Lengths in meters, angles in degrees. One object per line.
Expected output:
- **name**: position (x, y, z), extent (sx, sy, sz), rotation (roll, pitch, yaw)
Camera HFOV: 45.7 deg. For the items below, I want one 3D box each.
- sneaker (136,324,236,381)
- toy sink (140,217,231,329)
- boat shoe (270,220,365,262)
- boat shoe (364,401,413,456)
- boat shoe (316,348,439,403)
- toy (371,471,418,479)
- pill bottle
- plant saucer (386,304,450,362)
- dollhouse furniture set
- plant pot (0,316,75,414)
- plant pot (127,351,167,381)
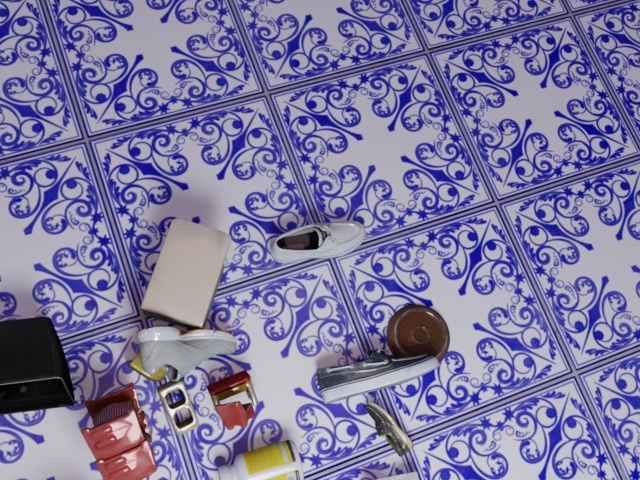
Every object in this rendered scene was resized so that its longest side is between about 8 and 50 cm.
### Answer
- **sneaker**: position (-0.310, 0.268, 1.767), extent (0.262, 0.099, 0.121), rotation (10, 70, -40)
- **toy sink**: position (-0.321, 0.087, 1.846), extent (0.153, 0.131, 0.234), rotation (17, 75, -3)
- **boat shoe**: position (0.000, 0.000, 1.949), extent (0.258, 0.084, 0.095), rotation (-17, 75, -14)
- **boat shoe**: position (0.159, 0.456, 1.835), extent (0.152, 0.056, 0.049), rotation (45, 66, 7)
- **boat shoe**: position (0.139, 0.311, 1.859), extent (0.301, 0.108, 0.102), rotation (-15, 73, -4)
- **toy**: position (0.174, 0.670, 1.766), extent (0.137, 0.056, 0.237), rotation (-6, 77, -15)
- **pill bottle**: position (-0.137, 0.529, 1.739), extent (0.184, 0.103, 0.103), rotation (-13, 74, -13)
- **plant saucer**: position (0.253, 0.242, 1.937), extent (0.169, 0.029, 0.168), rotation (3, 70, -8)
- **dollhouse furniture set**: position (-0.322, 0.379, 1.686), extent (0.374, 0.201, 0.152), rotation (-21, 101, -14)
- **plant pot**: position (-0.663, 0.277, 1.711), extent (0.188, 0.188, 0.166), rotation (-5, 59, -10)
- **plant pot**: position (-0.395, 0.290, 1.795), extent (0.083, 0.081, 0.081), rotation (42, 70, -7)
